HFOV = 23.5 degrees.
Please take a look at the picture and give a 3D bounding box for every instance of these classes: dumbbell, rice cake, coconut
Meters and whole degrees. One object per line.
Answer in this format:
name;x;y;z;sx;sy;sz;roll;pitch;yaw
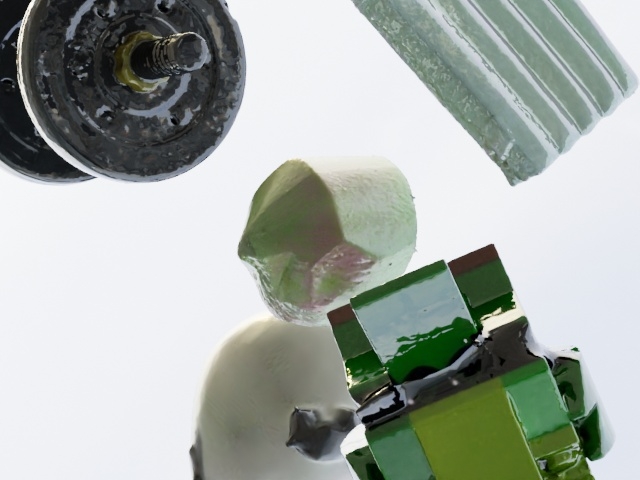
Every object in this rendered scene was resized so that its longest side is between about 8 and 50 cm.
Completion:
dumbbell;-0.145;-0.107;0.983;0.325;0.143;0.143;2;-104;62
rice cake;0.124;-0.149;1.086;0.198;0.189;0.037;54;-41;1
coconut;0.000;0.000;0.713;0.083;0.081;0.082;35;-52;50

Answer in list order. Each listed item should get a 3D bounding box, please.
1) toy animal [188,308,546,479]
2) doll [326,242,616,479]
toy animal;0.044;0.154;1.226;0.251;0.310;0.251;-18;-114;47
doll;0.069;0.093;0.622;0.106;0.134;0.186;-23;-87;3
